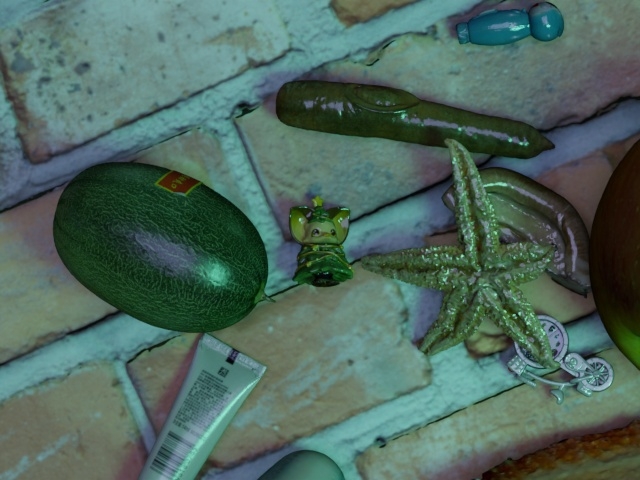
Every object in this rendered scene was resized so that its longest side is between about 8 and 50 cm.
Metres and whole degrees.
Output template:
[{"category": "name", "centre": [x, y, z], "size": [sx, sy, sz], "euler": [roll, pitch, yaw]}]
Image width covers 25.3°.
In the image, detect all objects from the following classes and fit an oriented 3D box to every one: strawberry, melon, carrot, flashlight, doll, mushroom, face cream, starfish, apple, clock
[{"category": "strawberry", "centre": [0.323, 0.308, 1.626], "size": [0.307, 0.233, 0.137], "euler": [-10, 108, 19]}, {"category": "melon", "centre": [-0.181, 0.012, 1.694], "size": [0.288, 0.182, 0.182], "euler": [28, 92, 7]}, {"category": "carrot", "centre": [0.115, -0.146, 1.725], "size": [0.342, 0.070, 0.070], "euler": [9, 89, 5]}, {"category": "flashlight", "centre": [0.229, -0.256, 1.722], "size": [0.129, 0.051, 0.051], "euler": [-9, 87, 10]}, {"category": "doll", "centre": [-0.003, 0.008, 1.745], "size": [0.078, 0.076, 0.113], "euler": [1, 57, -18]}, {"category": "mushroom", "centre": [0.249, -0.021, 1.699], "size": [0.210, 0.072, 0.094], "euler": [30, 96, 7]}, {"category": "face cream", "centre": [-0.163, 0.240, 1.751], "size": [0.092, 0.058, 0.243], "euler": [28, 86, 12]}, {"category": "starfish", "centre": [0.162, 0.034, 1.677], "size": [0.231, 0.048, 0.295], "euler": [-20, 96, 25]}, {"category": "apple", "centre": [0.453, 0.022, 1.549], "size": [0.340, 0.339, 0.339], "euler": [0, 88, 7]}, {"category": "clock", "centre": [0.285, 0.147, 1.706], "size": [0.129, 0.041, 0.087], "euler": [32, 88, 12]}]

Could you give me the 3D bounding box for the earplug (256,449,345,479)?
[{"category": "earplug", "centre": [-0.060, 0.390, 1.653], "size": [0.185, 0.185, 0.324], "euler": [25, 65, 7]}]
